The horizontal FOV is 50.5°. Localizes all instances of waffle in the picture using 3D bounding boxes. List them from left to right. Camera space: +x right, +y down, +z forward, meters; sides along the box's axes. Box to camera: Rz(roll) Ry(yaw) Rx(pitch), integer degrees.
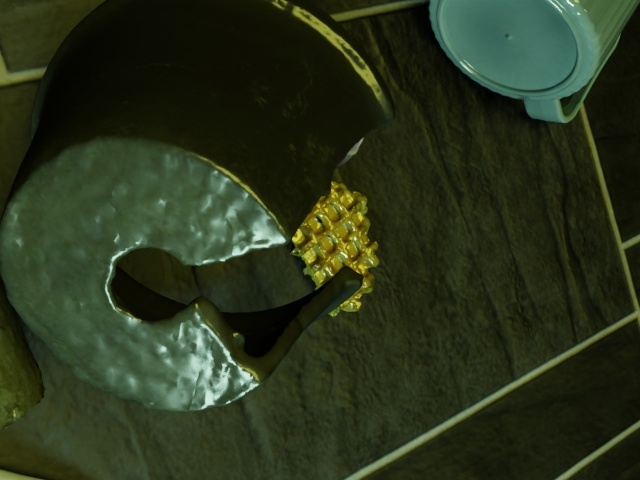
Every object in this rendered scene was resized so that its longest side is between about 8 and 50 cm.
[{"bbox_3d":[0.000,0.000,0.850,0.161,0.046,0.192,2,84,-29],"label":"waffle"}]

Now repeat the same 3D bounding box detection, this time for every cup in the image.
[{"bbox_3d":[0.325,-0.368,0.966,0.257,0.331,0.311,31,71,13],"label":"cup"}]

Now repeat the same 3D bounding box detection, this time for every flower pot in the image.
[{"bbox_3d":[-0.120,-0.020,0.580,0.379,0.251,0.379,3,117,5],"label":"flower pot"}]

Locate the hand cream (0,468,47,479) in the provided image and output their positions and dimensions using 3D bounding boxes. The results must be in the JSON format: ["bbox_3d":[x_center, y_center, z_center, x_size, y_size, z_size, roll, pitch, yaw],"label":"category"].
[{"bbox_3d":[-0.366,0.254,0.634,0.336,0.076,0.121,32,74,-29],"label":"hand cream"}]

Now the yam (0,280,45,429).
[{"bbox_3d":[-0.370,0.032,0.584,0.168,0.168,0.304,-23,96,-27],"label":"yam"}]

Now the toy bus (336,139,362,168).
[{"bbox_3d":[-0.059,-0.160,0.757,0.202,0.142,0.142,7,62,-28],"label":"toy bus"}]
